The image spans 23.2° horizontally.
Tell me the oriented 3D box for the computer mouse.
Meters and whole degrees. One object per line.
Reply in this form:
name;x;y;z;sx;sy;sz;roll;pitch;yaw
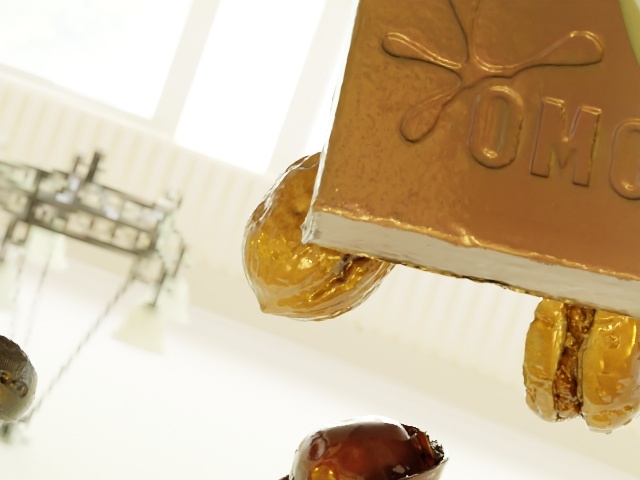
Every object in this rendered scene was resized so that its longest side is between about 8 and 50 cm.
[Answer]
computer mouse;-0.309;0.138;1.515;0.047;0.079;0.135;15;156;22

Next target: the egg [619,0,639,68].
egg;0.337;-0.140;0.946;0.336;0.278;0.278;52;174;-24

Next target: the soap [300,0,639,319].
soap;0.153;-0.106;1.240;0.296;0.285;0.107;12;160;-4

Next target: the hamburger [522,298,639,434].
hamburger;0.316;0.067;1.652;0.144;0.260;0.283;10;-154;19

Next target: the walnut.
walnut;0.000;0.000;1.529;0.155;0.184;0.155;34;164;11

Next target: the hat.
hat;0.036;0.238;1.687;0.205;0.089;0.205;-15;-177;1
